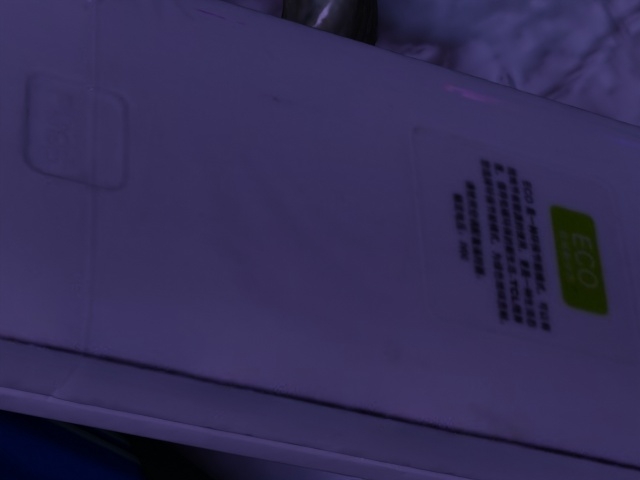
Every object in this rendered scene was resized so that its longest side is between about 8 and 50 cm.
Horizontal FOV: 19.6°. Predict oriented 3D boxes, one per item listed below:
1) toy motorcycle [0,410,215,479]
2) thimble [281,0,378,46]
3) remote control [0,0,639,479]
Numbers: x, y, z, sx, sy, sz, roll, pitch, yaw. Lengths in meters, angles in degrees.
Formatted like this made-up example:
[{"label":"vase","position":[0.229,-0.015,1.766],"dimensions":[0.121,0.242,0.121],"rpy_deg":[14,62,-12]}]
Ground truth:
[{"label":"toy motorcycle","position":[-0.141,0.059,0.419],"dimensions":[0.326,0.200,0.191],"rpy_deg":[23,89,11]},{"label":"thimble","position":[-0.030,-0.056,0.476],"dimensions":[0.084,0.062,0.110],"rpy_deg":[31,92,7]},{"label":"remote control","position":[0.000,0.000,0.402],"dimensions":[0.250,0.034,0.103],"rpy_deg":[13,53,-24]}]
